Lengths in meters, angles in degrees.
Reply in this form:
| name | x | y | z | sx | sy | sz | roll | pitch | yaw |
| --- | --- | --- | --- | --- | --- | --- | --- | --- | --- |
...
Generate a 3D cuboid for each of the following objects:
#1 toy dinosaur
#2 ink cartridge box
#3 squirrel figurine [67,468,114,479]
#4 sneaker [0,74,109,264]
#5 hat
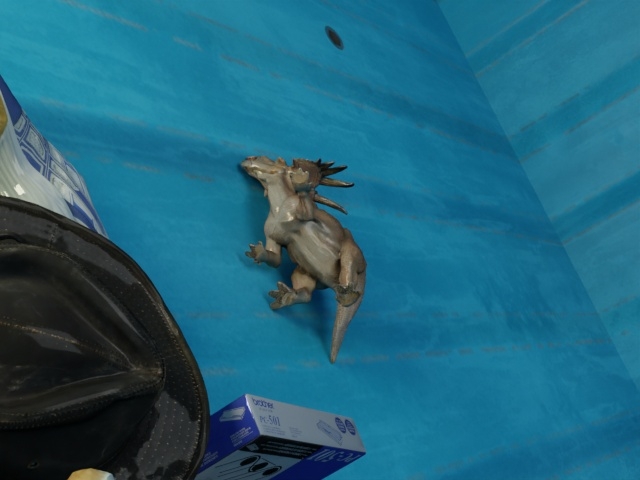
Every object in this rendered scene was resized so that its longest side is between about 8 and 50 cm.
| name | x | y | z | sx | sy | sz | roll | pitch | yaw |
| --- | --- | --- | --- | --- | --- | --- | --- | --- | --- |
| toy dinosaur | 0.000 | 0.000 | 1.246 | 0.295 | 0.127 | 0.200 | 62 | 20 | -2 |
| ink cartridge box | -0.046 | 0.205 | 0.937 | 0.207 | 0.097 | 0.046 | 29 | 32 | -57 |
| squirrel figurine | -0.100 | 0.291 | 0.389 | 0.370 | 0.281 | 0.397 | 66 | 17 | 9 |
| sneaker | -0.290 | -0.062 | 0.877 | 0.296 | 0.112 | 0.131 | 63 | 13 | 2 |
| hat | -0.204 | 0.085 | 0.683 | 0.331 | 0.134 | 0.331 | 19 | 55 | -29 |
